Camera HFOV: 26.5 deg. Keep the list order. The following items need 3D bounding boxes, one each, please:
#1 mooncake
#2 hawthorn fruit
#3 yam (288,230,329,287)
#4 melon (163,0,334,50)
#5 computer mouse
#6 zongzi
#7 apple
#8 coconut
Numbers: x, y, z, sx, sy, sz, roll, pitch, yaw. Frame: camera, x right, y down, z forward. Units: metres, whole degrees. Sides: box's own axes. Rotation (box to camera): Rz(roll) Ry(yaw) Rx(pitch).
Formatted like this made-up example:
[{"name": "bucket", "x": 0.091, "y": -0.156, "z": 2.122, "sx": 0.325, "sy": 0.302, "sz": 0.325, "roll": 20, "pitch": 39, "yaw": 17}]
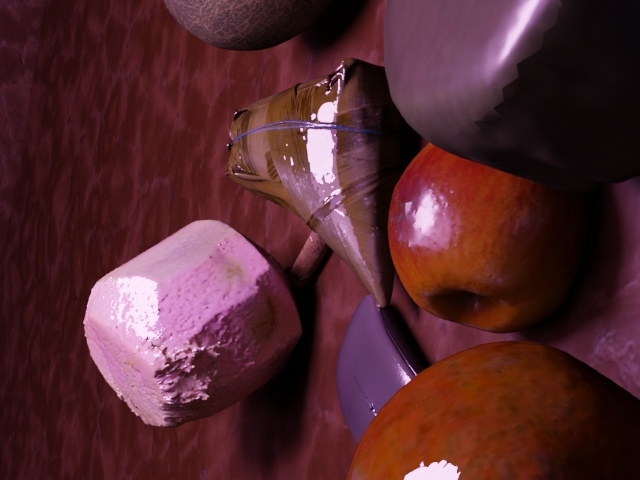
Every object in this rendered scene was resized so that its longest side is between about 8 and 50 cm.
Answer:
[{"name": "mooncake", "x": 0.197, "y": -0.219, "z": 1.036, "sx": 0.356, "sy": 0.194, "sz": 0.356, "roll": -167, "pitch": 90, "yaw": -72}, {"name": "hawthorn fruit", "x": 0.142, "y": 0.201, "z": 1.002, "sx": 0.301, "sy": 0.267, "sz": 0.268, "roll": -117, "pitch": 41, "yaw": -55}, {"name": "yam", "x": 0.000, "y": 0.000, "z": 1.615, "sx": 0.145, "sy": 0.032, "sz": 0.032, "roll": -59, "pitch": 34, "yaw": 39}, {"name": "melon", "x": -0.068, "y": -0.366, "z": 1.620, "sx": 0.302, "sy": 0.237, "sz": 0.237, "roll": -50, "pitch": 40, "yaw": 41}, {"name": "computer mouse", "x": 0.063, "y": 0.151, "z": 1.406, "sx": 0.232, "sy": 0.057, "sz": 0.120, "roll": -117, "pitch": 41, "yaw": -51}, {"name": "zongzi", "x": -0.010, "y": -0.041, "z": 1.510, "sx": 0.251, "sy": 0.125, "sz": 0.274, "roll": -16, "pitch": 73, "yaw": 49}, {"name": "apple", "x": 0.141, "y": -0.017, "z": 1.198, "sx": 0.195, "sy": 0.160, "sz": 0.173, "roll": -23, "pitch": 41, "yaw": 55}, {"name": "coconut", "x": -0.141, "y": 0.099, "z": 1.662, "sx": 0.233, "sy": 0.245, "sz": 0.233, "roll": 40, "pitch": 149, "yaw": 30}]
